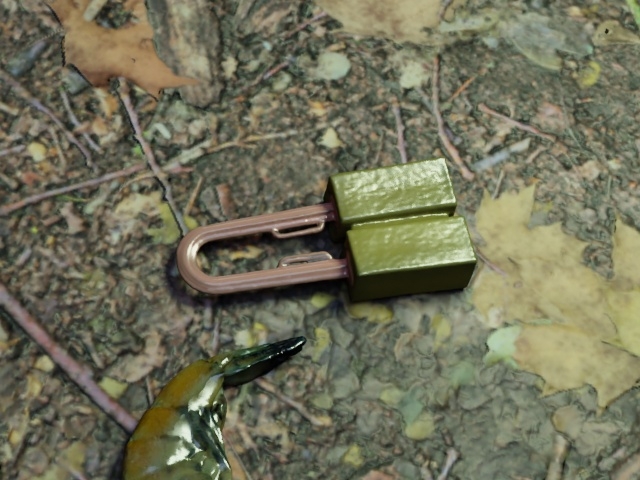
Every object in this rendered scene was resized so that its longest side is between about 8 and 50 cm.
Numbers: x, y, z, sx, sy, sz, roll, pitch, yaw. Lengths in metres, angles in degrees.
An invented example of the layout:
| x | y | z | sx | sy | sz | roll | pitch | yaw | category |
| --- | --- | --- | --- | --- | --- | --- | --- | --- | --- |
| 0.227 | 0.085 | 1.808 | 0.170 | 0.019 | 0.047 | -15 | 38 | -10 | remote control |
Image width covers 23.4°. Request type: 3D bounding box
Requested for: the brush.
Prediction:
| x | y | z | sx | sy | sz | roll | pitch | yaw | category |
| --- | --- | --- | --- | --- | --- | --- | --- | --- | --- |
| 0.000 | 0.000 | 1.240 | 0.233 | 0.047 | 0.103 | -8 | 63 | -12 | brush |

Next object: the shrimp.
| x | y | z | sx | sy | sz | roll | pitch | yaw | category |
| --- | --- | --- | --- | --- | --- | --- | --- | --- | --- |
| -0.010 | 0.166 | 1.145 | 0.262 | 0.051 | 0.198 | 18 | 61 | 8 | shrimp |
